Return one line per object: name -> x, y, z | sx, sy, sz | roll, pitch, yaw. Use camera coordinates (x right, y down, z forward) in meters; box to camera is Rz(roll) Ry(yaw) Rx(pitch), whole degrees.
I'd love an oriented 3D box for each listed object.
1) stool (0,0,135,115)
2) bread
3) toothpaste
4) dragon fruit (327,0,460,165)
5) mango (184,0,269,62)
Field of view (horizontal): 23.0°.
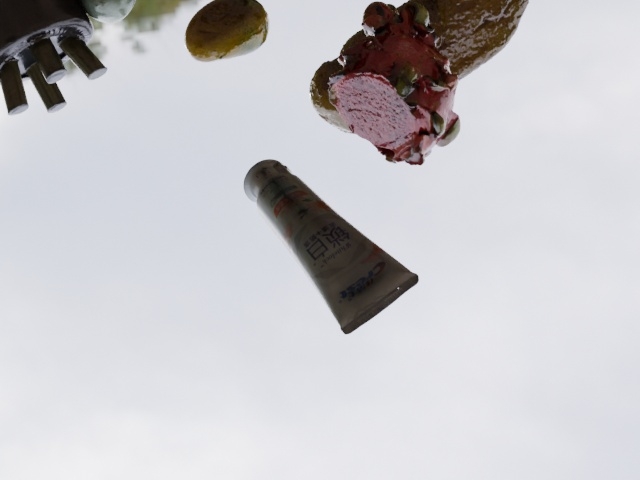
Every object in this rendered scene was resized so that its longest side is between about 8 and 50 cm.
stool -> -0.262, -0.213, 1.564 | 0.217, 0.121, 0.125 | -32, 169, 0
bread -> 0.139, -0.254, 1.959 | 0.344, 0.124, 0.084 | -35, -156, 4
toothpaste -> 0.000, 0.000, 1.768 | 0.100, 0.066, 0.323 | -35, -143, -6
dragon fruit -> 0.079, -0.173, 1.661 | 0.150, 0.133, 0.207 | 11, -128, -23
mango -> -0.105, -0.235, 1.766 | 0.079, 0.057, 0.114 | 35, -127, 17
